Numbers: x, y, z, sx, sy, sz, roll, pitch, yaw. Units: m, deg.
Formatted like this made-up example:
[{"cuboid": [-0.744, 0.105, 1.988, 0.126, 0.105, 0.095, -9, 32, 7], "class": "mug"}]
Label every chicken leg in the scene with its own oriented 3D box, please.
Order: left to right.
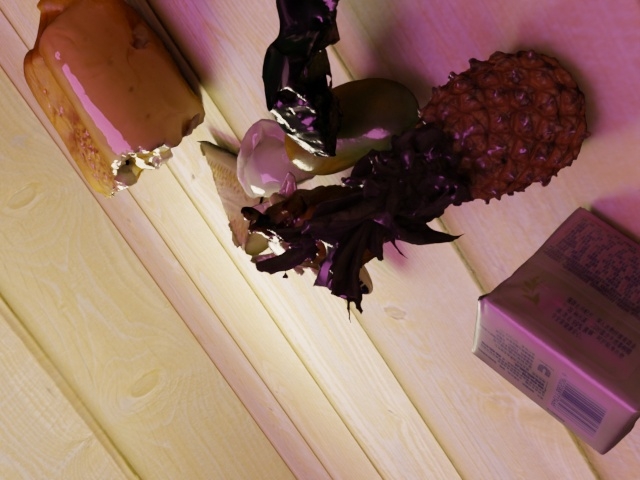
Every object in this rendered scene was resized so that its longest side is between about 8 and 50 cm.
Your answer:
[{"cuboid": [0.068, -0.032, 1.130, 0.361, 0.212, 0.140, -13, 80, 38], "class": "chicken leg"}]

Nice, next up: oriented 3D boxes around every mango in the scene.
[{"cuboid": [0.044, -0.157, 1.025, 0.238, 0.137, 0.091, -12, 134, 43], "class": "mango"}]

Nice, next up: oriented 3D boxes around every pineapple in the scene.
[{"cuboid": [0.100, -0.055, 0.772, 0.165, 0.365, 0.165, 48, 162, 21], "class": "pineapple"}]

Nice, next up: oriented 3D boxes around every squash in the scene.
[{"cuboid": [-0.175, -0.091, 1.564, 0.252, 0.093, 0.169, 29, 104, 42], "class": "squash"}]

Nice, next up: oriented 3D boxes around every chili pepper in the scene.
[{"cuboid": [-0.017, -0.234, 0.912, 0.148, 0.116, 0.264, 26, 114, 54], "class": "chili pepper"}]

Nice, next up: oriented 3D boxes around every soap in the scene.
[{"cuboid": [0.299, 0.096, 0.848, 0.199, 0.182, 0.138, 39, 156, 28], "class": "soap"}]

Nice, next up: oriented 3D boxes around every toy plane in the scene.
[{"cuboid": [0.000, 0.000, 1.325, 0.256, 0.104, 0.242, 39, 120, -24], "class": "toy plane"}]

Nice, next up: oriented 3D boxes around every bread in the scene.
[{"cuboid": [-0.404, -0.314, 1.505, 0.394, 0.250, 0.361, 59, 154, -8], "class": "bread"}]

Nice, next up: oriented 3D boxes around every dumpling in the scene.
[{"cuboid": [-0.090, -0.145, 1.342, 0.169, 0.100, 0.134, -9, 104, 63], "class": "dumpling"}]
